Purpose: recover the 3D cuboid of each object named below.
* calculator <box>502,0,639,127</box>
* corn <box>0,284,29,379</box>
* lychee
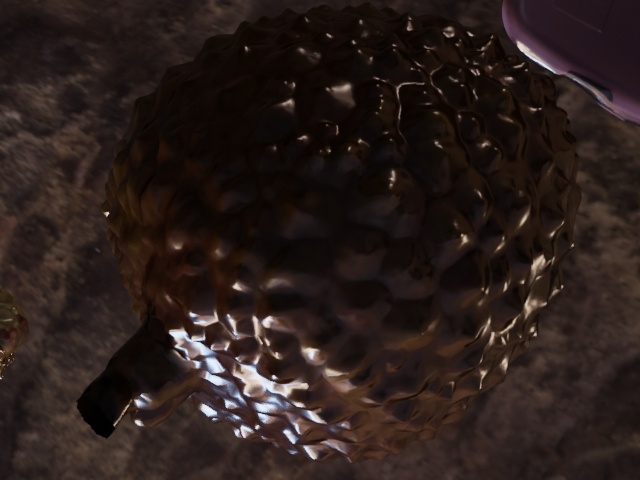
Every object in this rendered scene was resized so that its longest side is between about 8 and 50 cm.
[{"bbox_3d":[0.305,-0.209,1.275,0.294,0.043,0.194,27,-108,-13],"label":"calculator"},{"bbox_3d":[-0.254,0.004,0.646,0.237,0.079,0.079,32,-92,-5],"label":"corn"},{"bbox_3d":[0.000,0.000,0.537,0.238,0.200,0.200,-34,-62,-24],"label":"lychee"}]
